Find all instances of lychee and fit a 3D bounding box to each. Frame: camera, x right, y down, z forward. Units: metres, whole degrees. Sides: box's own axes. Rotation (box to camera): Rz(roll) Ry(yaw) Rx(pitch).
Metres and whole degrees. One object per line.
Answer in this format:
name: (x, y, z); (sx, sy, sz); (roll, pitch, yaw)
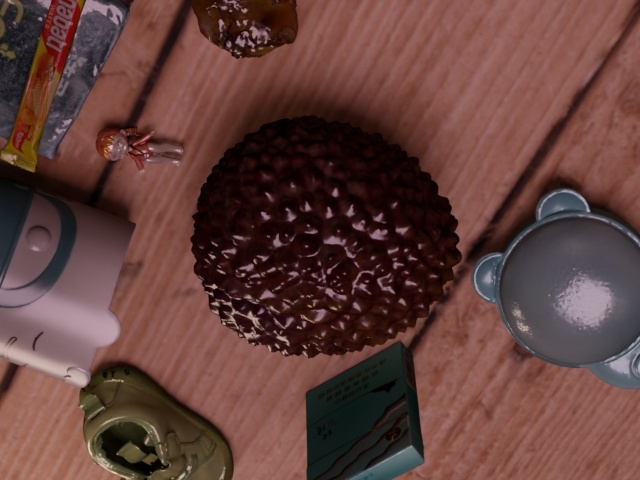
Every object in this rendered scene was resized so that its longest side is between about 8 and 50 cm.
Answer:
lychee: (0.000, 0.000, 1.817); (0.330, 0.306, 0.306); (11, 127, 30)

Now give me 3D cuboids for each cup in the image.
cup: (-0.383, 0.054, 1.916); (0.257, 0.219, 0.290); (22, 150, -13)

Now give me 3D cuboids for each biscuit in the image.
biscuit: (-0.307, -0.208, 1.729); (0.048, 0.026, 0.292); (26, 117, 7)

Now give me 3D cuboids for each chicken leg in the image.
chicken leg: (-0.131, -0.307, 1.769); (0.251, 0.087, 0.107); (43, 91, -16)

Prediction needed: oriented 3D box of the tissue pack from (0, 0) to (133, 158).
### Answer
tissue pack: (-0.402, -0.262, 1.770); (0.315, 0.103, 0.228); (25, 119, -14)

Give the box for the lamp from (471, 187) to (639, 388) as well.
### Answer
lamp: (0.351, 0.078, 1.966); (0.284, 0.147, 0.209); (37, 112, -22)

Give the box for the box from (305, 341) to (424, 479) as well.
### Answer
box: (0.055, 0.245, 2.014); (0.162, 0.229, 0.041); (-30, 117, 17)

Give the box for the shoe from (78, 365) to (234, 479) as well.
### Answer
shoe: (-0.241, 0.290, 2.112); (0.140, 0.128, 0.262); (-26, 117, 30)

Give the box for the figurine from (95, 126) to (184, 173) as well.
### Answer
figurine: (-0.227, -0.114, 1.899); (0.109, 0.047, 0.064); (9, 114, -17)
